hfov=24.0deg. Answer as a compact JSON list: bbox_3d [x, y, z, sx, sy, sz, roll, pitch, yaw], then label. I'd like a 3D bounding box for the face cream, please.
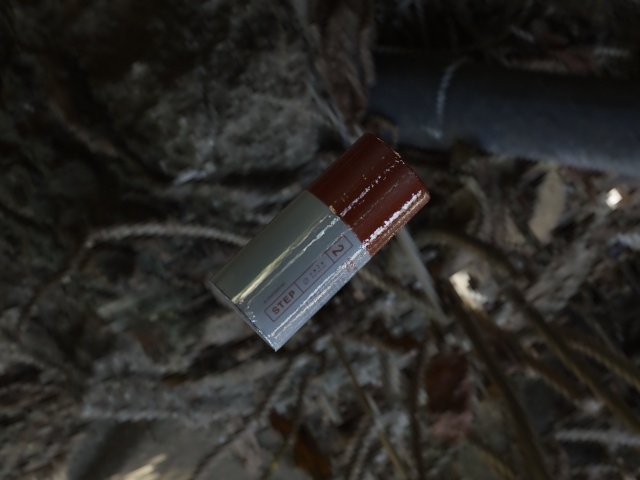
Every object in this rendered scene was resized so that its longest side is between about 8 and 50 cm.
[{"bbox_3d":[0.000,0.000,1.469,0.214,0.096,0.096,-44,145,-6],"label":"face cream"}]
